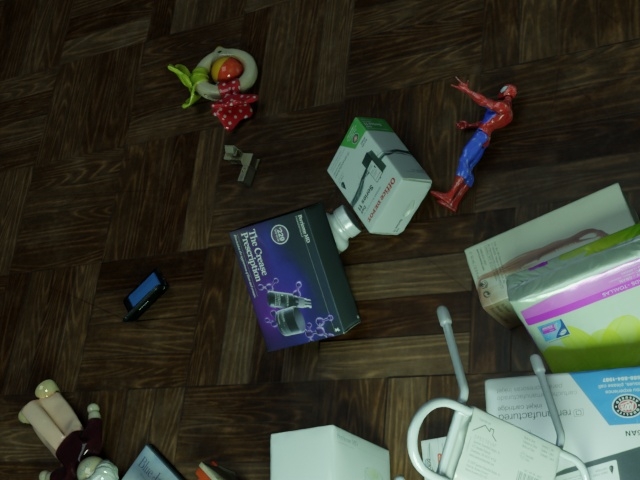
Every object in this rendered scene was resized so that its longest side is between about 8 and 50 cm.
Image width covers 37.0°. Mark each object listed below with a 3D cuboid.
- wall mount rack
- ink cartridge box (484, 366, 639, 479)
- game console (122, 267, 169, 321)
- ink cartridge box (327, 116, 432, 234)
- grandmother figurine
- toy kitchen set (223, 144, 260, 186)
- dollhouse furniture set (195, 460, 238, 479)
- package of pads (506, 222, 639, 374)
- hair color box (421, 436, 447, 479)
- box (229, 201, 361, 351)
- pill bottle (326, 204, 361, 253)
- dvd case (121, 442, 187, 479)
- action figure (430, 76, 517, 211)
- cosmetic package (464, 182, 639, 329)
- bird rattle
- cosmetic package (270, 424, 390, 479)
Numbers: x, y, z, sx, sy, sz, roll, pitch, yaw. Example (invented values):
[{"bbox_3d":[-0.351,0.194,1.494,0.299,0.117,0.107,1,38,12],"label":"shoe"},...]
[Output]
[{"bbox_3d":[0.245,0.273,1.392,0.130,0.350,0.304,-8,59,58],"label":"wall mount rack"},{"bbox_3d":[0.419,0.415,1.493,0.286,0.166,0.394,-8,64,16],"label":"ink cartridge box"},{"bbox_3d":[-0.425,0.127,2.257,0.122,0.107,0.071,-45,80,7],"label":"game console"},{"bbox_3d":[0.120,-0.134,1.990,0.208,0.087,0.153,57,131,37],"label":"ink cartridge box"},{"bbox_3d":[-0.567,0.466,2.165,0.342,0.104,0.207,32,95,41],"label":"grandmother figurine"},{"bbox_3d":[-0.204,-0.177,2.263,0.083,0.068,0.075,7,72,35],"label":"toy kitchen set"},{"bbox_3d":[-0.260,0.564,1.880,0.262,0.135,0.259,38,90,33],"label":"dollhouse furniture set"},{"bbox_3d":[0.491,0.110,1.585,0.297,0.229,0.101,-24,27,21],"label":"package of pads"},{"bbox_3d":[0.268,0.392,1.699,0.167,0.053,0.093,-15,61,23],"label":"hair color box"},{"bbox_3d":[-0.051,0.074,1.946,0.184,0.103,0.261,-17,94,23],"label":"box"},{"bbox_3d":[0.000,0.000,2.032,0.169,0.094,0.094,-36,53,14],"label":"pill bottle"},{"bbox_3d":[-0.388,0.585,2.039,0.180,0.022,0.253,34,87,39],"label":"dvd case"},{"bbox_3d":[0.291,-0.214,1.947,0.139,0.091,0.280,33,87,23],"label":"action figure"},{"bbox_3d":[0.430,0.034,1.709,0.296,0.153,0.129,-26,57,21],"label":"cosmetic package"},{"bbox_3d":[-0.245,-0.399,2.367,0.254,0.143,0.207,19,62,34],"label":"bird rattle"},{"bbox_3d":[0.022,0.468,1.707,0.138,0.224,0.224,-16,60,26],"label":"cosmetic package"}]
